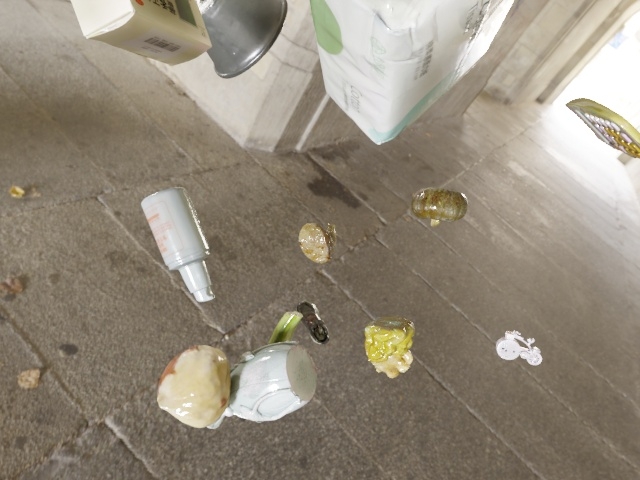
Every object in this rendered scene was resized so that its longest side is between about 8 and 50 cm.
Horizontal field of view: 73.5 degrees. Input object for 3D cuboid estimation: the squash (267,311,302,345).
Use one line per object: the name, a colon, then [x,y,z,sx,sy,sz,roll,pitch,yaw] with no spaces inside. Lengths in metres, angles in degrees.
squash: [-0.148,0.381,1.660,0.083,0.249,0.083,23,11,-5]

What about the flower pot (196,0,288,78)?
flower pot: [-0.232,-0.573,1.097,0.166,0.269,0.268,32,26,-48]

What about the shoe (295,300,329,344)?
shoe: [-0.025,0.376,1.931,0.227,0.099,0.112,60,-10,-13]

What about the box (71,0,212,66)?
box: [-0.280,-0.380,0.658,0.212,0.095,0.167,-40,114,-71]

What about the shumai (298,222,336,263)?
shumai: [-0.002,0.010,1.473,0.105,0.123,0.138,2,74,-51]

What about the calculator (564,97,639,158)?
calculator: [0.569,-0.216,0.833,0.157,0.033,0.236,38,25,-13]

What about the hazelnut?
hazelnut: [-0.409,0.478,1.387,0.241,0.261,0.261,3,44,-55]

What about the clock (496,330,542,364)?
clock: [0.591,0.320,1.269,0.130,0.086,0.041,18,14,10]

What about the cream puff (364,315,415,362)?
cream puff: [0.194,0.282,1.207,0.147,0.116,0.146,1,8,0]

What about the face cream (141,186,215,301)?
face cream: [-0.295,0.016,0.931,0.101,0.101,0.251,-21,90,-51]

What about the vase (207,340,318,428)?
vase: [-0.242,0.519,1.502,0.250,0.446,0.249,48,29,-37]

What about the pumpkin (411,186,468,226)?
pumpkin: [0.462,-0.132,1.713,0.219,0.162,0.219,6,10,-1]

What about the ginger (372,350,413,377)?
ginger: [0.272,0.466,1.704,0.157,0.216,0.102,36,44,9]

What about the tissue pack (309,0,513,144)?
tissue pack: [0.134,-0.325,0.616,0.194,0.266,0.356,47,0,8]
